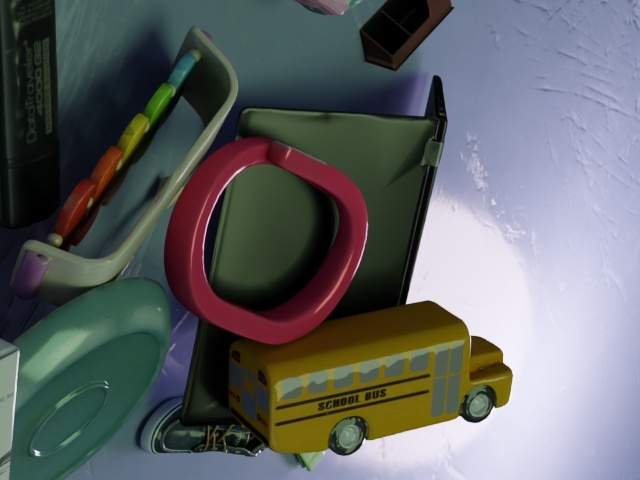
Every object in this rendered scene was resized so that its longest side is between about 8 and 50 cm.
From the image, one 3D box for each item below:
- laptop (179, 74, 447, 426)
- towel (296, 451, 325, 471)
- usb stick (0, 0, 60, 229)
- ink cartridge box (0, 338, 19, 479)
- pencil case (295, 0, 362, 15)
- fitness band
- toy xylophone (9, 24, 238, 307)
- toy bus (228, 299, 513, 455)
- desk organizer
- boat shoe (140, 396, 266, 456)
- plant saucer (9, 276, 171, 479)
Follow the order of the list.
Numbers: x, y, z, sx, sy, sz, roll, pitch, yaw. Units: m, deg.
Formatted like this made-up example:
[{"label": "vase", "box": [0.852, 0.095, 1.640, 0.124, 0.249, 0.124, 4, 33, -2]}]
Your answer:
[{"label": "laptop", "box": [0.000, 0.000, 2.186, 0.408, 0.236, 0.382, -81, -177, -73]}, {"label": "towel", "box": [0.008, 0.221, 2.409, 0.152, 0.023, 0.113, -51, 144, -21]}, {"label": "usb stick", "box": [-0.276, -0.138, 1.680, 0.077, 0.045, 0.278, -29, 133, -42]}, {"label": "ink cartridge box", "box": [-0.378, 0.190, 1.588, 0.115, 0.198, 0.273, -22, 129, -51]}, {"label": "pencil case", "box": [-0.045, -0.310, 1.850, 0.284, 0.124, 0.124, 11, 100, -61]}, {"label": "fitness band", "box": [-0.056, 0.002, 1.942, 0.291, 0.054, 0.209, 26, 91, -54]}, {"label": "toy xylophone", "box": [-0.191, -0.049, 1.800, 0.322, 0.081, 0.236, -57, -179, -37]}, {"label": "toy bus", "box": [0.062, 0.155, 2.088, 0.333, 0.108, 0.130, -11, 114, -28]}, {"label": "desk organizer", "box": [0.105, -0.268, 2.198, 0.130, 0.047, 0.050, -48, 143, -29]}, {"label": "boat shoe", "box": [-0.126, 0.222, 2.127, 0.183, 0.083, 0.065, -12, 120, -55]}, {"label": "plant saucer", "box": [-0.261, 0.167, 1.801, 0.317, 0.044, 0.317, -40, 160, -18]}]
